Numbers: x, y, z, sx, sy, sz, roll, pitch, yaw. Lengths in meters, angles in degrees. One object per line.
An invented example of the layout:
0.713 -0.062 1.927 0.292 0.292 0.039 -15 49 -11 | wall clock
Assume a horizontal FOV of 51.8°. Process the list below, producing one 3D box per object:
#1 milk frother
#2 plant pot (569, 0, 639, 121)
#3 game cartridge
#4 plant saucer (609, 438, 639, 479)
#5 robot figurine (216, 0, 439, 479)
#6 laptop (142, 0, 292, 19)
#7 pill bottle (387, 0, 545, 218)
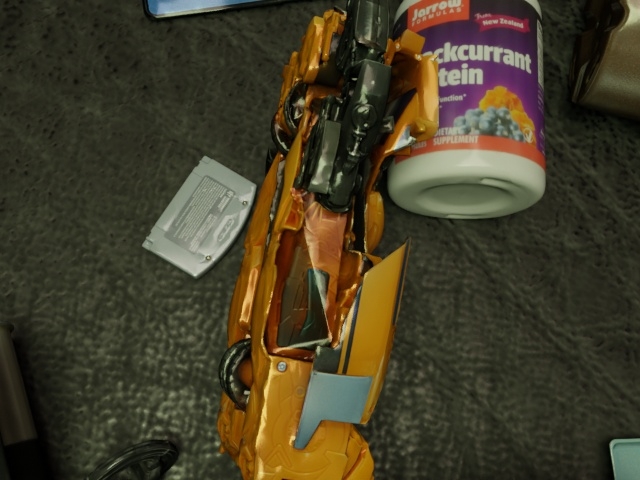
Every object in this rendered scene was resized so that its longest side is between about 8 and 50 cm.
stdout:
-0.183 0.116 0.417 0.143 0.129 0.134 -7 72 -50 | milk frother
0.281 -0.147 0.475 0.165 0.167 0.166 12 75 7 | plant pot
-0.085 -0.016 0.487 0.056 0.017 0.083 30 76 8 | game cartridge
0.296 0.170 0.462 0.192 0.018 0.067 -1 76 -5 | plant saucer
0.000 0.000 0.401 0.085 0.211 0.290 13 82 -14 | robot figurine
0.036 -0.415 0.489 0.236 0.408 0.381 -1 73 -39 | laptop
0.105 -0.121 0.477 0.108 0.108 0.193 4 75 -2 | pill bottle
